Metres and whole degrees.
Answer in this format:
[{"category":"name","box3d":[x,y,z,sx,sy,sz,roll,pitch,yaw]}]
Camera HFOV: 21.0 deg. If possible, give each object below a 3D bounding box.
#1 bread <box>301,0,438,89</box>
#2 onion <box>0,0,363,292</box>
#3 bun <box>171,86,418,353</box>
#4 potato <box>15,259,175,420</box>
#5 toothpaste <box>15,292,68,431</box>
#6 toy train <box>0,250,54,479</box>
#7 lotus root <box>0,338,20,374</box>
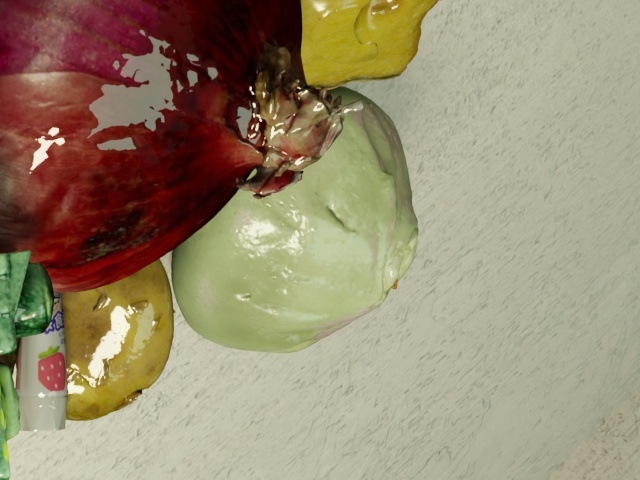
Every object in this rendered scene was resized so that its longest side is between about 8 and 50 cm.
[{"category":"bread","box3d":[0.028,-0.226,1.539,0.161,0.088,0.233,-16,156,-26]},{"category":"onion","box3d":[-0.112,-0.112,1.219,0.347,0.285,0.347,-57,161,-31]},{"category":"bun","box3d":[0.000,0.000,1.686,0.293,0.187,0.293,-41,158,-21]},{"category":"potato","box3d":[-0.192,0.070,1.489,0.137,0.137,0.176,-1,123,-62]},{"category":"toothpaste","box3d":[-0.227,0.057,1.410,0.067,0.043,0.194,172,-82,-86]},{"category":"toy train","box3d":[-0.324,0.089,1.051,0.330,0.178,0.138,-6,180,-14]},{"category":"lotus root","box3d":[-0.297,0.064,1.282,0.210,0.142,0.314,-56,158,-1]}]
